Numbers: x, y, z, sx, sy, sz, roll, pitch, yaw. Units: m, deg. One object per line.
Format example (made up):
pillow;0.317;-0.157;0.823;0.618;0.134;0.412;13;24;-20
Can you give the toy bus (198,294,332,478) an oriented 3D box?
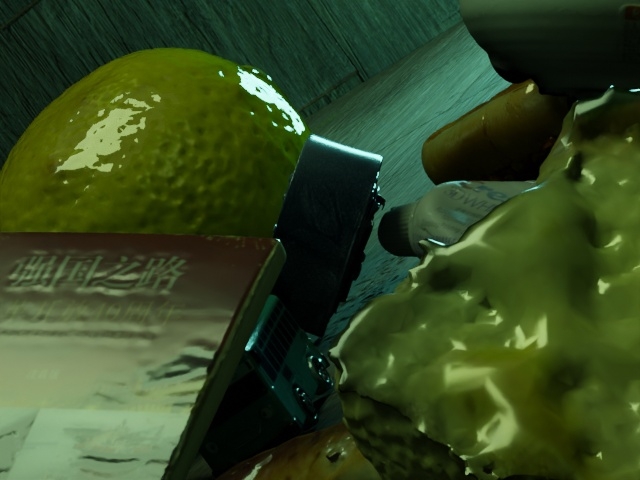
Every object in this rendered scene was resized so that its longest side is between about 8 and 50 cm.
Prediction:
toy bus;-0.052;0.103;1.286;0.079;0.092;0.160;-34;8;14

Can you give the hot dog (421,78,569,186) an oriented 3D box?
hot dog;0.164;-0.079;1.504;0.249;0.102;0.076;-26;53;60

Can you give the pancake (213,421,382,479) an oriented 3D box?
pancake;-0.037;0.173;0.938;0.266;0.057;0.244;-27;12;42

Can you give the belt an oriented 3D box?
belt;0.000;0.000;1.491;0.190;0.082;0.141;107;-176;-50

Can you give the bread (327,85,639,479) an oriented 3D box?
bread;0.137;0.085;0.495;0.174;0.251;0.133;-40;-34;-24

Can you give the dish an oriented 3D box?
dish;0.233;-0.129;1.324;0.273;0.134;0.273;5;3;0

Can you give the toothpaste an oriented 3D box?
toothpaste;0.136;-0.016;1.361;0.282;0.068;0.099;-9;54;58

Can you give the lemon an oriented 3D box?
lemon;-0.148;-0.018;1.676;0.336;0.336;0.336;-34;8;5

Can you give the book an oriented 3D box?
book;-0.199;0.130;1.173;0.262;0.028;0.374;0;44;25
